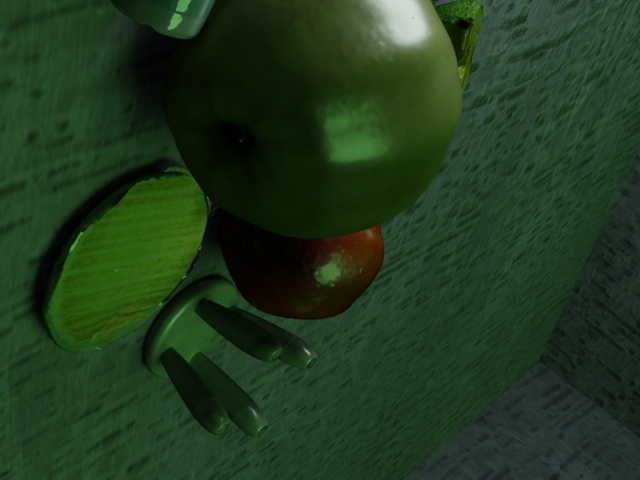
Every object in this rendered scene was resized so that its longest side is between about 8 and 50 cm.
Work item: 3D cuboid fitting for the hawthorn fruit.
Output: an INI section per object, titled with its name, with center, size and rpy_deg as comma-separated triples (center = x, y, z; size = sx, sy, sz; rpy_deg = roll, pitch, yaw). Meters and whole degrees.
[hawthorn fruit]
center = 0.000, 0.000, 1.750
size = 0.300, 0.254, 0.254
rpy_deg = 8, 119, -46

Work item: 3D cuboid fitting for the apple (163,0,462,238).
[apple]
center = -0.012, -0.171, 1.396
size = 0.357, 0.357, 0.357
rpy_deg = -40, 154, -25

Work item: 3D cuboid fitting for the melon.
[melon]
center = 0.179, -0.294, 1.853
size = 0.169, 0.129, 0.265
rpy_deg = -60, 165, -45

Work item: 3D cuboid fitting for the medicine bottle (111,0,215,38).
[medicine bottle]
center = -0.108, -0.388, 1.200
size = 0.110, 0.110, 0.352
rpy_deg = -9, 132, -57

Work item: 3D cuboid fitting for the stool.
[stool]
center = -0.150, 0.191, 1.834
size = 0.195, 0.199, 0.195
rpy_deg = -52, 157, 5

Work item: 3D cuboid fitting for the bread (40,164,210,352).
[bread]
center = -0.267, 0.024, 1.578
size = 0.301, 0.045, 0.301
rpy_deg = -43, 155, -25
